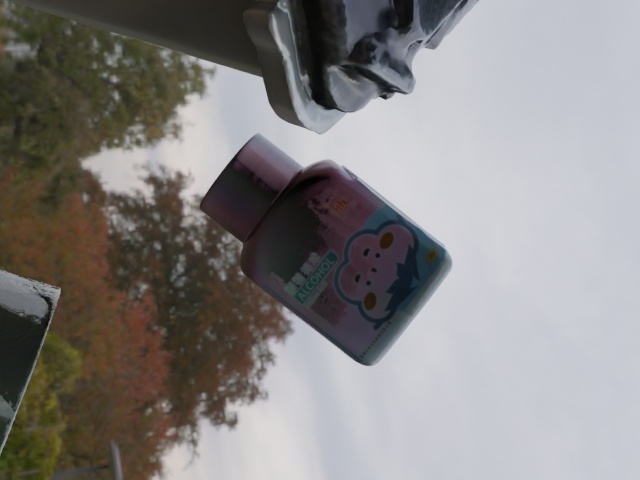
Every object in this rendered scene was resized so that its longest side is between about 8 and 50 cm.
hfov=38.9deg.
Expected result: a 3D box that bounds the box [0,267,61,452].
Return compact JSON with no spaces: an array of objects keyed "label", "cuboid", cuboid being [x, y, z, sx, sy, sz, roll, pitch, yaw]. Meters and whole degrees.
[{"label":"box","cuboid":[-0.280,0.110,0.585,0.226,0.149,0.226,-58,-163,30]}]

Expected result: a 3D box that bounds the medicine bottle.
[{"label":"medicine bottle","cuboid":[0.000,0.000,0.734,0.188,0.119,0.094,38,1,-2]}]

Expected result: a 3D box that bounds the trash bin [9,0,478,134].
[{"label":"trash bin","cuboid":[-0.081,-0.259,0.511,0.367,0.256,0.296,16,-42,28]}]
